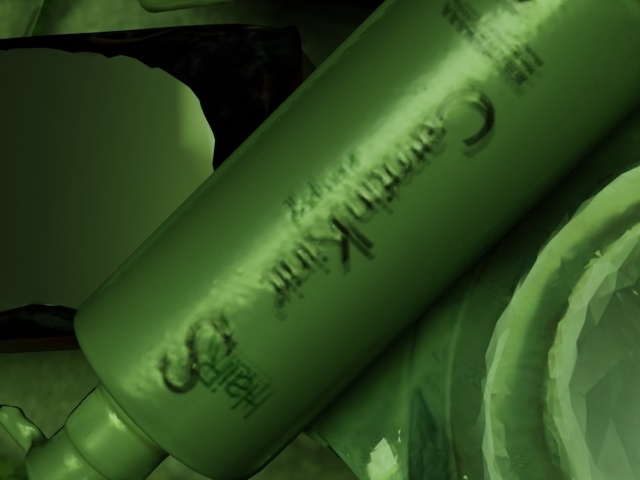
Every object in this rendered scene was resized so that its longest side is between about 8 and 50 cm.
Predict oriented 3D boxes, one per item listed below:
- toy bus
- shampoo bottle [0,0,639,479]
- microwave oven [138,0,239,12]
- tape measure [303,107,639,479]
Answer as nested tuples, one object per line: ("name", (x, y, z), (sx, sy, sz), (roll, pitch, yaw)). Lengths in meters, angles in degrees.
("toy bus", (-0.139, -0.011, 0.756), (0.303, 0.147, 0.127), (-5, 80, 18))
("shampoo bottle", (0.000, 0.000, 0.613), (0.262, 0.085, 0.085), (-44, 70, 9))
("microwave oven", (0.035, -0.203, 0.689), (0.240, 0.145, 0.194), (-2, 47, 31))
("tape measure", (0.155, 0.061, 0.649), (0.275, 0.147, 0.256), (42, 91, 25))
